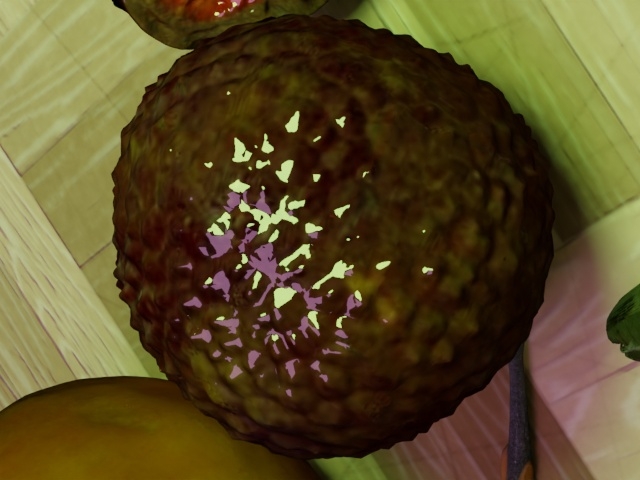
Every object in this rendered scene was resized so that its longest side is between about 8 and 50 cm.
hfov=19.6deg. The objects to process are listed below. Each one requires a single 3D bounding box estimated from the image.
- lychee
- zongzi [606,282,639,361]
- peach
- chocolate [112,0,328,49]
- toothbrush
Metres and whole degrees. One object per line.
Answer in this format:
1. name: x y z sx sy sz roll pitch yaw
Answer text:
1. lychee: 0.000 0.000 1.039 0.260 0.260 0.261 22 126 33
2. zongzi: 0.223 0.055 1.010 0.113 0.052 0.104 41 144 0
3. peach: -0.122 0.258 1.256 0.342 0.301 0.343 10 109 30
4. chocolate: -0.048 -0.173 1.072 0.133 0.127 0.124 13 159 4
5. toothbrush: 0.123 0.162 1.175 0.031 0.023 0.321 17 123 44
